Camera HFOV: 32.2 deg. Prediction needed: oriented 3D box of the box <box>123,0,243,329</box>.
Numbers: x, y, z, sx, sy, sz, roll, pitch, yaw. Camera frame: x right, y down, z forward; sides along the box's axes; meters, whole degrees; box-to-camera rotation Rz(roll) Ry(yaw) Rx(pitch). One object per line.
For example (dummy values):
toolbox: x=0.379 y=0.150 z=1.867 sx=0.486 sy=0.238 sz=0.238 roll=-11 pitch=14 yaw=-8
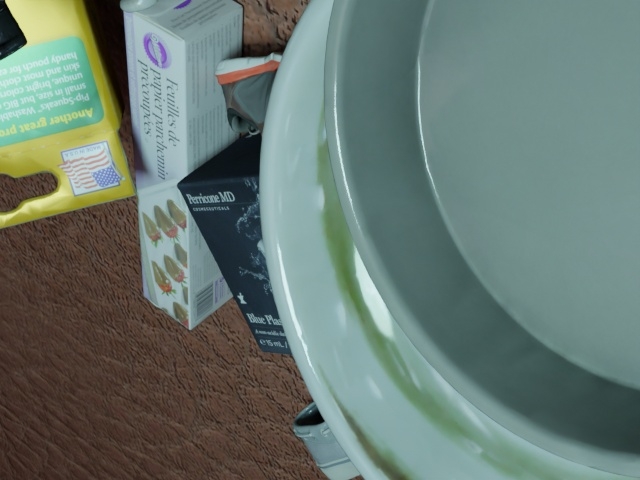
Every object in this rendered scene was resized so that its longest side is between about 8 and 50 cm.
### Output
box: x=-0.109 y=-0.058 z=0.907 sx=0.063 sy=0.067 sz=0.324 roll=33 pitch=143 yaw=23

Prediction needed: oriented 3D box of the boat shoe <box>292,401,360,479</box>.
boat shoe: x=0.032 y=0.142 z=0.924 sx=0.081 sy=0.079 sz=0.227 roll=44 pitch=148 yaw=1

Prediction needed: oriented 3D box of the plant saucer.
plant saucer: x=0.133 y=0.012 z=0.602 sx=0.400 sy=0.100 sz=0.401 roll=20 pitch=120 yaw=40

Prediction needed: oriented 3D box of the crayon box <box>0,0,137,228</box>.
crayon box: x=-0.275 y=-0.170 z=0.827 sx=0.083 sy=0.203 sz=0.323 roll=-109 pitch=6 yaw=-70

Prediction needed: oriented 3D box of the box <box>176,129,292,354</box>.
box: x=0.000 y=0.000 z=0.817 sx=0.156 sy=0.093 sz=0.158 roll=-2 pitch=120 yaw=49

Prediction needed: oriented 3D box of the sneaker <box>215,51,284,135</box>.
sneaker: x=-0.016 y=-0.097 z=0.759 sx=0.158 sy=0.061 sz=0.065 roll=9 pitch=105 yaw=58

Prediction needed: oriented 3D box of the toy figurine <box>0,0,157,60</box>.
toy figurine: x=-0.145 y=-0.219 z=0.655 sx=0.213 sy=0.209 sz=0.148 roll=-9 pitch=119 yaw=33

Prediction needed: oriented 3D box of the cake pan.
cake pan: x=0.122 y=-0.043 z=0.475 sx=0.293 sy=0.054 sz=0.293 roll=21 pitch=120 yaw=40
